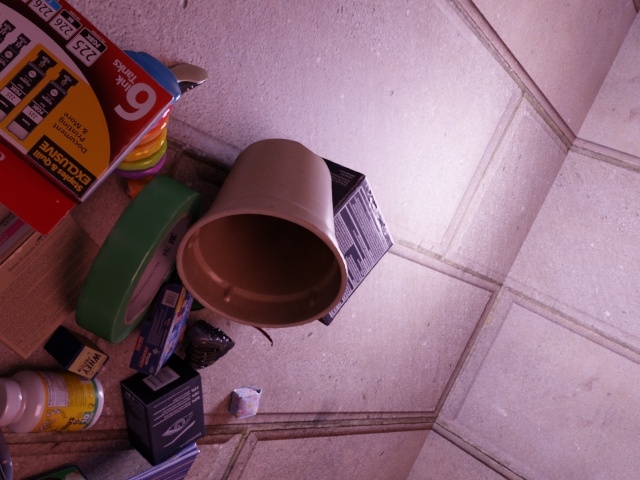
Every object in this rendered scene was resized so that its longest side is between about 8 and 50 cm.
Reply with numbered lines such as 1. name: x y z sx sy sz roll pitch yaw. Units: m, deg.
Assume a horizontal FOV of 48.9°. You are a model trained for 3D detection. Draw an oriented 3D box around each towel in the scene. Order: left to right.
1. towel: -0.434 0.613 1.665 0.243 0.040 0.336 -16 147 -43

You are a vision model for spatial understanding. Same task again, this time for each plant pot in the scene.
1. plant pot: -0.101 -0.040 1.464 0.305 0.334 0.333 -83 166 -45

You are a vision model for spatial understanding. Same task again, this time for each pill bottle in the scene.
1. pill bottle: -0.534 0.309 1.352 0.208 0.118 0.117 19 97 -56

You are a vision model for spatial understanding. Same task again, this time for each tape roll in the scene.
1. tape roll: -0.332 0.035 1.313 0.321 0.077 0.321 -62 180 0

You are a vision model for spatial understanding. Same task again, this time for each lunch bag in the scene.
1. lunch bag: -0.202 0.441 1.924 0.083 0.053 0.071 -2 112 -41

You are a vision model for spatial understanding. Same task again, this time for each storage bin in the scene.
1. storage bin: -0.640 0.409 1.319 0.091 0.098 0.135 -10 125 -16

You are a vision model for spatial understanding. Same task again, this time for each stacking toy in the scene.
1. stacking toy: -0.337 -0.171 1.270 0.166 0.175 0.301 -35 149 -29

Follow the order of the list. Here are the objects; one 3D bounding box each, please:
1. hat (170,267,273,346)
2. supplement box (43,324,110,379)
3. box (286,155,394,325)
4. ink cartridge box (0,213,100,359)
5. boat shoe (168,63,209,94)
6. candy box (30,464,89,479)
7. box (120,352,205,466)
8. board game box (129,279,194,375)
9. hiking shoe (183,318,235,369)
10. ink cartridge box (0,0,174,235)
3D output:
1. hat: -0.203 0.120 1.586 0.209 0.184 0.172 12 103 -54
2. supplement box: -0.480 0.222 1.390 0.056 0.083 0.083 -55 146 -9
3. box: 0.000 0.000 1.766 0.294 0.183 0.296 -50 142 -18
4. ink cartridge box: -0.509 0.062 1.240 0.234 0.088 0.193 -48 142 -20
5. boat shoe: -0.268 -0.304 1.342 0.133 0.049 0.042 -30 162 -47
6. candy box: -0.637 0.646 1.446 0.317 0.122 0.268 -8 121 -51
7. box: -0.362 0.394 1.636 0.153 0.108 0.207 -26 132 -39
8. board game box: -0.324 0.170 1.504 0.194 0.060 0.194 -47 156 -87
9. hiking shoe: -0.272 0.257 1.646 0.114 0.086 0.227 -50 163 -6
10. ink cartridge box: -0.420 -0.200 1.001 0.309 0.130 0.271 41 76 -14
